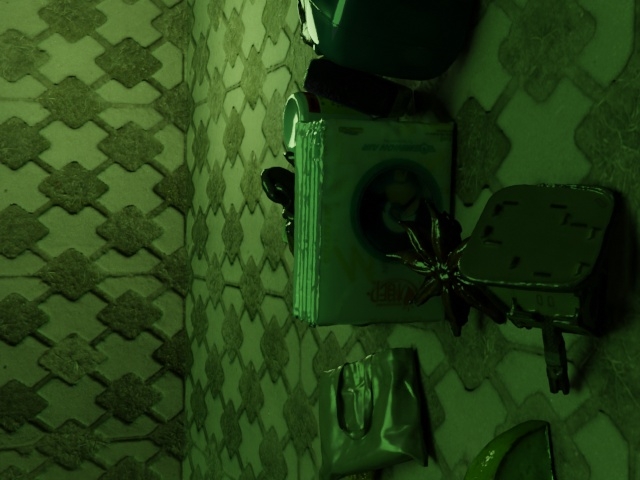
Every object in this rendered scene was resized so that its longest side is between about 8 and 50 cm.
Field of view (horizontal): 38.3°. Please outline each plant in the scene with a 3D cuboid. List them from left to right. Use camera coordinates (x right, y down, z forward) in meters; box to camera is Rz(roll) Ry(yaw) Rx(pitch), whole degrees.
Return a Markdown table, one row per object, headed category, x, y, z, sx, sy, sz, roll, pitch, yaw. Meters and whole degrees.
| category | x | y | z | sx | sy | sz | roll | pitch | yaw |
| --- | --- | --- | --- | --- | --- | --- | --- | --- | --- |
| plant | 0.023 | -0.081 | 1.946 | 0.188 | 0.276 | 0.199 | -36 | 48 | 25 |

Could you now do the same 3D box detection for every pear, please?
| category | x | y | z | sx | sy | sz | roll | pitch | yaw |
| --- | --- | --- | --- | --- | --- | --- | --- | --- | --- |
| pear | 0.285 | 0.452 | 1.532 | 0.239 | 0.139 | 0.288 | 132 | 136 | -71 |

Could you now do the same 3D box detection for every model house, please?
| category | x | y | z | sx | sy | sz | roll | pitch | yaw |
| --- | --- | --- | --- | --- | --- | --- | --- | --- | --- |
| model house | 0.349 | 0.082 | 1.393 | 0.204 | 0.218 | 0.279 | 6 | 136 | 31 |

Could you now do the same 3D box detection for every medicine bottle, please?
| category | x | y | z | sx | sy | sz | roll | pitch | yaw |
| --- | --- | --- | --- | --- | --- | --- | --- | --- | --- |
| medicine bottle | 0.041 | -0.248 | 1.996 | 0.139 | 0.225 | 0.139 | 180 | 90 | -69 |

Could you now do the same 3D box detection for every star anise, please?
| category | x | y | z | sx | sy | sz | roll | pitch | yaw |
| --- | --- | --- | --- | --- | --- | --- | --- | --- | --- |
| star anise | 0.241 | 0.039 | 1.626 | 0.272 | 0.102 | 0.272 | 25 | 131 | 32 |

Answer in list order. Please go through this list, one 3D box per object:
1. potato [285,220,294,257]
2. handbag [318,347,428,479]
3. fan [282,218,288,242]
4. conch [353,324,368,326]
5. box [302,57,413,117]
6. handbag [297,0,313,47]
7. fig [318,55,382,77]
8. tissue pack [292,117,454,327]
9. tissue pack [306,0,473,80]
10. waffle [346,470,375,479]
| category | x | y | z | sx | sy | sz | roll | pitch | yaw |
| --- | --- | --- | --- | --- | --- | --- | --- | --- | --- |
| potato | 0.000 | 0.000 | 2.202 | 0.203 | 0.178 | 0.158 | 57 | 165 | 14 |
| handbag | 0.102 | 0.375 | 1.964 | 0.316 | 0.109 | 0.253 | -28 | 59 | 46 |
| fan | -0.075 | -0.083 | 2.580 | 0.131 | 0.009 | 0.240 | -117 | 35 | -45 |
| conch | 0.080 | 0.123 | 2.040 | 0.188 | 0.122 | 0.176 | 43 | 159 | 61 |
| box | 0.078 | -0.299 | 1.821 | 0.259 | 0.168 | 0.071 | -26 | -42 | -74 |
| handbag | 0.045 | -0.555 | 2.060 | 0.302 | 0.177 | 0.275 | -130 | 29 | -60 |
| fig | 0.074 | -0.366 | 2.105 | 0.236 | 0.124 | 0.124 | 13 | 102 | 48 |
| tissue pack | 0.099 | -0.036 | 1.770 | 0.162 | 0.287 | 0.388 | -168 | 79 | -69 |
| tissue pack | 0.121 | -0.403 | 1.709 | 0.198 | 0.287 | 0.206 | 55 | 134 | 48 |
| waffle | 0.092 | 0.463 | 2.098 | 0.149 | 0.051 | 0.194 | -150 | 63 | -62 |
